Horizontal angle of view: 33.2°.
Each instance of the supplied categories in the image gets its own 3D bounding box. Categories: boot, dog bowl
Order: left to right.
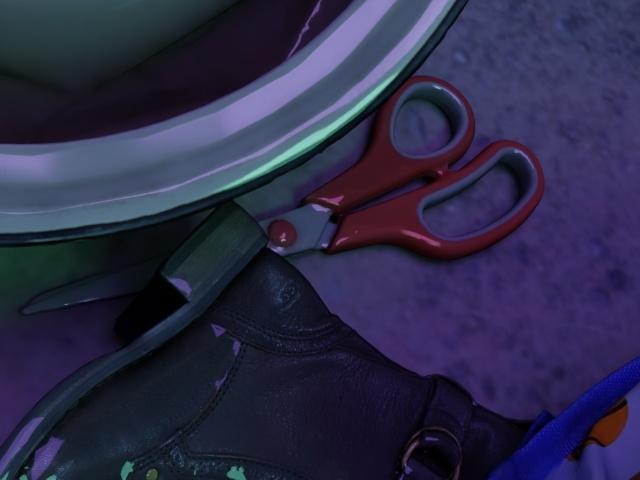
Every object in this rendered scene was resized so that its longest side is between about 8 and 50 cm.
[{"bbox_3d":[-0.123,-0.200,0.452,0.408,0.150,0.407,0,90,-7],"label":"dog bowl"},{"bbox_3d":[-0.016,0.126,0.455,0.229,0.091,0.263,41,61,-4],"label":"boot"}]

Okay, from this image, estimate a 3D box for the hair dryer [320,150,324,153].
[{"bbox_3d":[-0.058,-0.203,0.597,0.224,0.080,0.293,21,58,-9],"label":"hair dryer"}]

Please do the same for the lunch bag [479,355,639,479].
[{"bbox_3d":[0.257,0.174,0.435,0.386,0.239,0.327,-23,87,-35],"label":"lunch bag"}]

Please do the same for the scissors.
[{"bbox_3d":[0.000,0.000,0.558,0.297,0.021,0.109,-32,80,-31],"label":"scissors"}]
